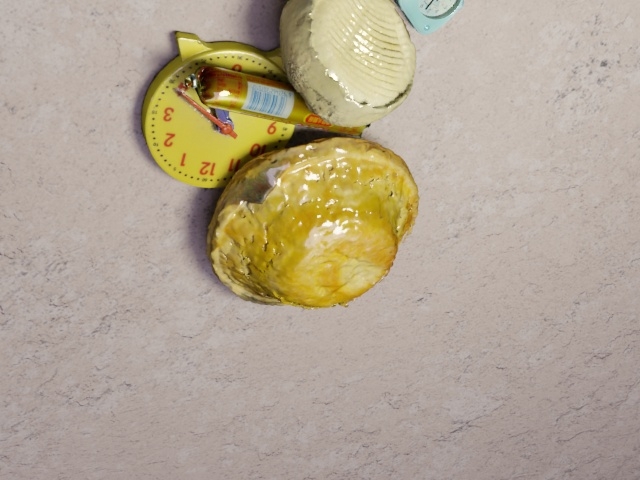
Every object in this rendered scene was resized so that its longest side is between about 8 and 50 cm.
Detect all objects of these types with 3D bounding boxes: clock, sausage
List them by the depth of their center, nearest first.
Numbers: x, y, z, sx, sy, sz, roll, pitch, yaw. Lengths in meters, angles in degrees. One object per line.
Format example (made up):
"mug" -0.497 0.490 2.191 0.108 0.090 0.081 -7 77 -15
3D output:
"sausage" -0.071 -0.239 1.712 0.371 0.082 0.082 5 124 -38
"clock" 0.208 -0.441 1.757 0.147 0.045 0.108 -37 132 7
"clock" -0.173 -0.215 1.759 0.277 0.071 0.293 -1 127 -22

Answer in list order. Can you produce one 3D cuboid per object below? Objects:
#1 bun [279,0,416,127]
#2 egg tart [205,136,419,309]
"bun" 0.030 -0.310 1.675 0.259 0.259 0.152 21 157 -34
"egg tart" 0.000 0.000 1.906 0.443 0.178 0.443 -15 139 -13
